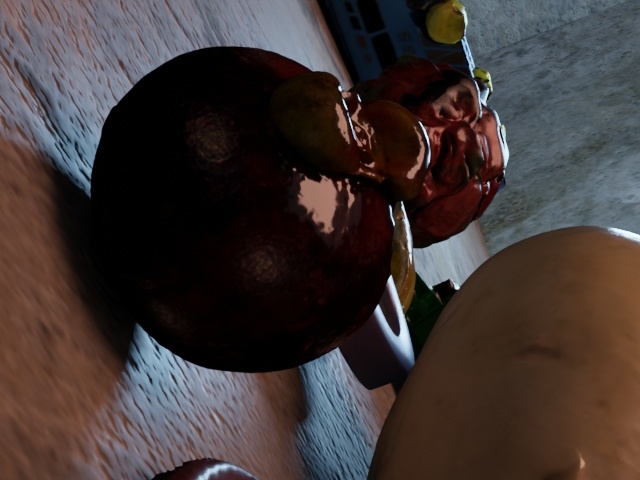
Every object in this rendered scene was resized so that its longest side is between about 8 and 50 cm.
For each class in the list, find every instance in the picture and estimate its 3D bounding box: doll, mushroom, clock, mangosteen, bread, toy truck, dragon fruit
[{"bbox_3d":[0.116,0.086,1.357,0.134,0.106,0.186,52,7,9],"label":"doll"},{"bbox_3d":[0.203,0.157,0.923,0.314,0.336,0.314,20,90,-87],"label":"mushroom"},{"bbox_3d":[0.000,0.000,0.987,0.172,0.064,0.198,53,19,-55],"label":"clock"},{"bbox_3d":[-0.023,-0.017,0.639,0.152,0.152,0.152,-20,90,-81],"label":"mangosteen"},{"bbox_3d":[0.031,0.016,1.124,0.157,0.083,0.094,-99,178,-54],"label":"bread"},{"bbox_3d":[0.128,-0.222,1.877,0.161,0.162,0.385,-98,166,-52],"label":"toy truck"},{"bbox_3d":[0.090,-0.082,1.361,0.182,0.182,0.188,66,-4,-27],"label":"dragon fruit"}]

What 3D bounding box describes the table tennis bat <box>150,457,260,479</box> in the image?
[{"bbox_3d":[0.020,0.273,0.606,0.268,0.051,0.414,-88,156,-64],"label":"table tennis bat"}]
